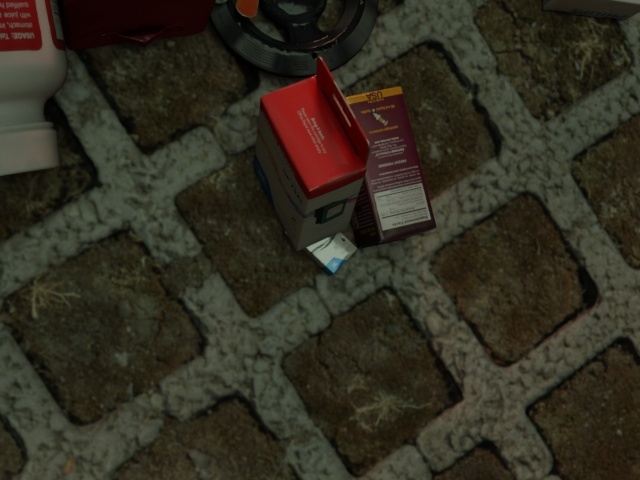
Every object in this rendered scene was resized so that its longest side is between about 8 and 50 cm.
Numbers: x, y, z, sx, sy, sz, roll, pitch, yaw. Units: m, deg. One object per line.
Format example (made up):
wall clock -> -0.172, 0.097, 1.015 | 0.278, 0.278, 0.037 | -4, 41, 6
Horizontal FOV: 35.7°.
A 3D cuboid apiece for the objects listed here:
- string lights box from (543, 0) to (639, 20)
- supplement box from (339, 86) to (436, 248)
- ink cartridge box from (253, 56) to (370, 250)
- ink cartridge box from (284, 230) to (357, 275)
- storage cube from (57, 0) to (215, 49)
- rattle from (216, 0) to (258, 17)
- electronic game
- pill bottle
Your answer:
string lights box -> 0.391, -0.453, 1.403 | 0.134, 0.077, 0.259 | 3, 84, -15
supplement box -> 0.075, -0.091, 1.278 | 0.081, 0.104, 0.188 | -14, 89, -15
ink cartridge box -> -0.015, -0.098, 1.177 | 0.078, 0.231, 0.134 | -23, 72, -15
ink cartridge box -> 0.000, 0.000, 1.290 | 0.083, 0.028, 0.048 | 43, 76, -6
storage cube -> -0.229, -0.353, 1.184 | 0.184, 0.193, 0.214 | -11, 86, -14
rattle -> -0.073, -0.390, 1.272 | 0.130, 0.142, 0.199 | 1, 105, 1
electronic game -> -0.036, -0.322, 1.301 | 0.229, 0.048, 0.229 | 2, 77, -10
pill bottle -> -0.410, -0.269, 1.100 | 0.229, 0.229, 0.407 | -10, 97, -14
